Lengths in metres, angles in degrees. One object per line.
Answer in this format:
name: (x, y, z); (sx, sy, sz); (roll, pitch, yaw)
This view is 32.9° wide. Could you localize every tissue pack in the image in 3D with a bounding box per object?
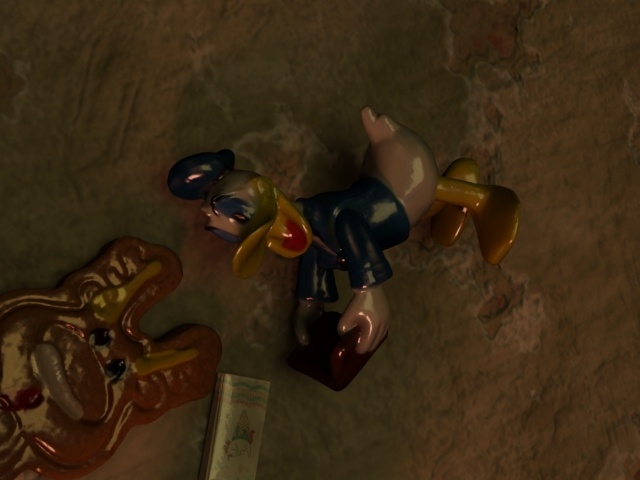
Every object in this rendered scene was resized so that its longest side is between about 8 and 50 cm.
tissue pack: (-0.084, 0.187, 1.069); (0.056, 0.023, 0.108); (15, 78, -31)

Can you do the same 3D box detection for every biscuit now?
biscuit: (-0.225, 0.119, 0.973); (0.295, 0.044, 0.186); (-35, 102, -32)

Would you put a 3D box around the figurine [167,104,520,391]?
figurine: (0.000, 0.000, 1.093); (0.338, 0.204, 0.284); (18, 82, -18)
